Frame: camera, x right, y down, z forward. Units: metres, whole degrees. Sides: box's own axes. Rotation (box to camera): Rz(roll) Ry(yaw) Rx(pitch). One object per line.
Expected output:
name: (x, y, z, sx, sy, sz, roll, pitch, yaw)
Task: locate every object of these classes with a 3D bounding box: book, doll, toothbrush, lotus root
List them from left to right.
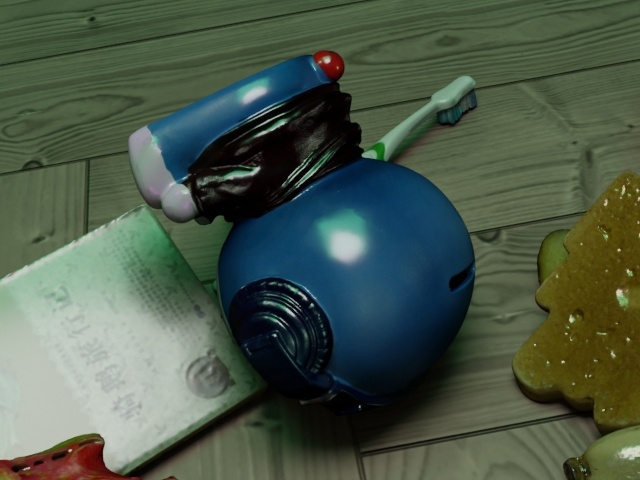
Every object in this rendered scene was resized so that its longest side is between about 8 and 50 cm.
book: (-0.230, 0.121, 0.941, 0.310, 0.021, 0.217, -30, 76, -23)
doll: (0.000, 0.000, 0.935, 0.240, 0.310, 0.284, -23, 6, 35)
toothbrush: (0.037, -0.069, 1.174, 0.418, 0.040, 0.042, -38, 41, -28)
lotus root: (0.272, 0.181, 0.846, 0.150, 0.062, 0.073, -9, 87, 4)

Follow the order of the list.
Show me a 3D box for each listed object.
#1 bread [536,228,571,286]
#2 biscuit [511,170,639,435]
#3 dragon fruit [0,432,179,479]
bread: (0.297, 0.018, 0.986, 0.187, 0.065, 0.149, 5, 80, 39)
biscuit: (0.272, 0.053, 0.926, 0.212, 0.041, 0.239, -7, 65, 37)
dragon fruit: (-0.186, 0.262, 0.730, 0.302, 0.237, 0.231, -24, 65, -31)
